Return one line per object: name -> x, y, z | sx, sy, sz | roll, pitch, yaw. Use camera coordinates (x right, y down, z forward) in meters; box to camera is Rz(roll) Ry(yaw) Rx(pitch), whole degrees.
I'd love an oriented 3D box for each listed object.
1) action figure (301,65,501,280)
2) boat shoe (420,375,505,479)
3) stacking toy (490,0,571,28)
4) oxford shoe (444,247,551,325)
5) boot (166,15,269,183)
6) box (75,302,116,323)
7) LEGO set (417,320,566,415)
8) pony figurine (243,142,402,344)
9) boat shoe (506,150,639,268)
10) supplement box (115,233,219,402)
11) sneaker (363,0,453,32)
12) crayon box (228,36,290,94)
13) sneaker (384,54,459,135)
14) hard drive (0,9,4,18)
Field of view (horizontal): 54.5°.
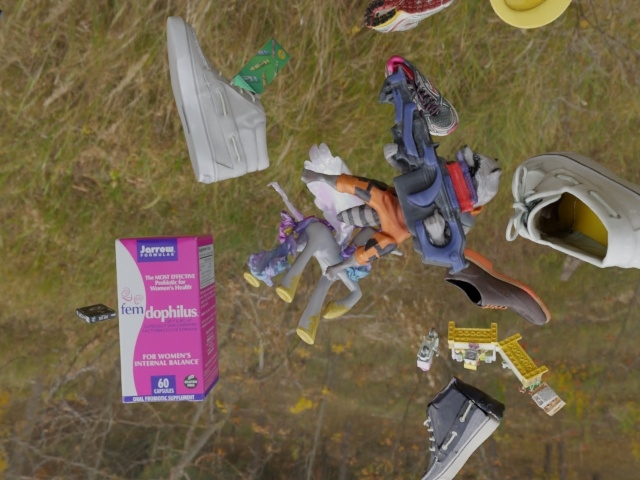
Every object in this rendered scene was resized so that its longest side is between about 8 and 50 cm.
action figure -> 0.140, -0.103, 1.057 | 0.331, 0.340, 0.179 | -10, 175, 24
boat shoe -> 0.324, 0.506, 1.630 | 0.158, 0.340, 0.127 | 36, -158, 11
stacking toy -> 0.334, -0.498, 0.911 | 0.309, 0.130, 0.279 | -40, 91, 20
oxford shoe -> 0.406, 0.130, 1.446 | 0.271, 0.098, 0.097 | 34, 156, 2
boot -> -0.156, -0.222, 0.965 | 0.124, 0.258, 0.095 | -13, -177, -19
box -> -0.550, 0.179, 1.522 | 0.067, 0.018, 0.083 | -11, -163, -41
LEGO set -> 0.337, 0.247, 1.203 | 0.287, 0.132, 0.107 | 19, 145, 29
pony figurine -> 0.000, 0.000, 1.444 | 0.351, 0.363, 0.303 | 47, 152, -9
boat shoe -> 0.342, -0.042, 0.917 | 0.157, 0.135, 0.367 | -6, -157, -10
supplement box -> -0.208, 0.102, 0.861 | 0.111, 0.219, 0.114 | -3, -179, 1
sneaker -> 0.222, -0.568, 1.511 | 0.225, 0.087, 0.093 | -6, 173, 34
crayon box -> -0.201, -0.438, 1.721 | 0.081, 0.278, 0.165 | 45, 127, -16
sneaker -> 0.301, -0.441, 1.908 | 0.299, 0.121, 0.112 | 46, -173, 6
hard drive -> -0.578, -0.318, 1.026 | 0.094, 0.135, 0.022 | -3, 152, 43
